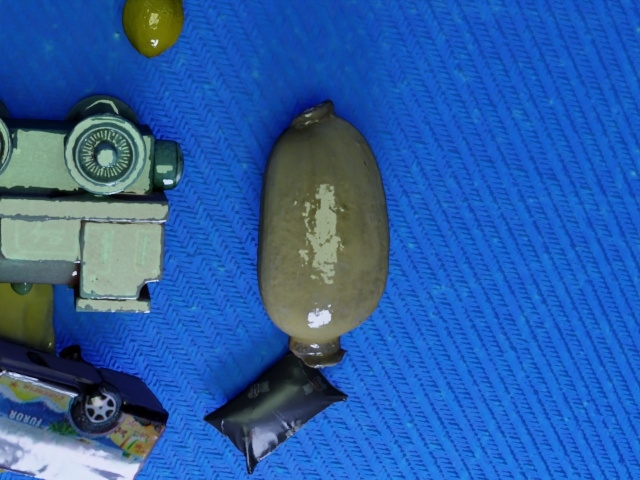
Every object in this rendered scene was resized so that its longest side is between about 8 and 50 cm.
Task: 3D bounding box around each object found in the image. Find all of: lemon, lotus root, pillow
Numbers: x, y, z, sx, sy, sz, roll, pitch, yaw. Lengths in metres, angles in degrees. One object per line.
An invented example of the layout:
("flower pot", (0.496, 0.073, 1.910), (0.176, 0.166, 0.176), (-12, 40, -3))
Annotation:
("lemon", (-0.173, -0.234, 1.459), (0.065, 0.065, 0.092), (9, 107, -13))
("lotus root", (0.003, 0.001, 1.532), (0.146, 0.131, 0.303), (-3, 109, -9))
("pillow", (-0.052, 0.194, 1.636), (0.150, 0.048, 0.090), (-40, 118, 1))

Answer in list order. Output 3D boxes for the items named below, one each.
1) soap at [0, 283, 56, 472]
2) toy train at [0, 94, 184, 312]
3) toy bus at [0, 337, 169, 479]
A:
("soap", (-0.493, 0.142, 1.491), (0.427, 0.115, 0.306), (-3, 106, -30))
("toy train", (-0.297, -0.039, 1.454), (0.304, 0.150, 0.221), (3, 105, -12))
("toy bus", (-0.324, 0.172, 1.474), (0.317, 0.112, 0.138), (20, 101, -33))
